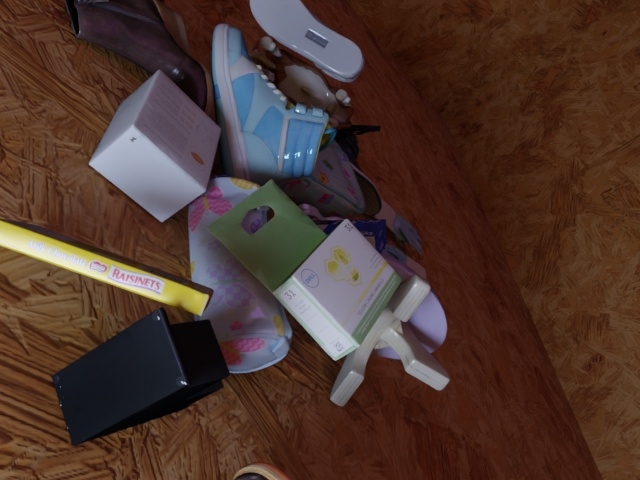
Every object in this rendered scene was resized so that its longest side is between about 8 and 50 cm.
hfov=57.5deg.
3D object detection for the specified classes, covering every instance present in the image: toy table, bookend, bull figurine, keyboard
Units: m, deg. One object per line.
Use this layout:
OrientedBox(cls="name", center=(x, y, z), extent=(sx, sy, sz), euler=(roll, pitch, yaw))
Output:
OrientedBox(cls="toy table", center=(0.090, 0.136, 0.966), extent=(0.274, 0.252, 0.161), euler=(20, 20, -3))
OrientedBox(cls="bookend", center=(-0.149, 0.127, 0.587), extent=(0.156, 0.157, 0.072), euler=(3, 59, -61))
OrientedBox(cls="bull figurine", center=(-0.061, -0.334, 1.224), extent=(0.310, 0.101, 0.188), euler=(30, 9, -1))
OrientedBox(cls="keyboard", center=(0.051, -0.271, 1.443), extent=(0.100, 0.192, 0.038), euler=(-145, -125, -70))

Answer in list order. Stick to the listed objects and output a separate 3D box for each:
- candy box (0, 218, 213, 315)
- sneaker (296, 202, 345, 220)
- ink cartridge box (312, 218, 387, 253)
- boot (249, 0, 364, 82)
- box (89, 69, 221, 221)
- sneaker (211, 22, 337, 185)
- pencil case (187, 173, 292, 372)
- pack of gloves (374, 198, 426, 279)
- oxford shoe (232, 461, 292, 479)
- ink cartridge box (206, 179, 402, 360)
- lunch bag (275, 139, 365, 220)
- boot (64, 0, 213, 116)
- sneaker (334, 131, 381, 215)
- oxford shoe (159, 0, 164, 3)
OrientedBox(cls="candy box", center=(-0.208, 0.026, 0.574), extent=(0.206, 0.027, 0.105), euler=(21, -7, -7))
OrientedBox(cls="sneaker", center=(0.001, -0.008, 1.162), extent=(0.178, 0.072, 0.077), euler=(19, 57, -44))
OrientedBox(cls="ink cartridge box", center=(0.000, 0.000, 0.968), extent=(0.097, 0.207, 0.046), euler=(-48, 135, -65))
OrientedBox(cls="boot", center=(-0.028, -0.405, 1.178), extent=(0.258, 0.095, 0.123), euler=(38, 2, -1))
OrientedBox(cls="box", center=(-0.226, -0.136, 0.826), extent=(0.130, 0.091, 0.170), euler=(44, 28, -30))
OrientedBox(cls="sneaker", center=(-0.083, -0.239, 1.029), extent=(0.127, 0.208, 0.319), euler=(117, -34, -73))
OrientedBox(cls="pencil case", center=(-0.114, 0.041, 0.797), extent=(0.113, 0.124, 0.273), euler=(95, -13, -54))
OrientedBox(cls="pack of gloves", center=(0.197, 0.014, 1.548), extent=(0.232, 0.046, 0.195), euler=(36, 44, -35))
OrientedBox(cls="oxford shoe", center=(-0.035, 0.394, 0.539), extent=(0.132, 0.130, 0.364), euler=(9, 52, -50))
OrientedBox(cls="ink cartridge box", center=(-0.012, 0.020, 0.776), extent=(0.235, 0.056, 0.171), euler=(48, 38, -3))
OrientedBox(cls="lunch bag", center=(-0.031, -0.158, 1.205), extent=(0.279, 0.108, 0.224), euler=(28, 38, -48))
OrientedBox(cls="boot", center=(-0.292, -0.297, 0.936), extent=(0.207, 0.090, 0.248), euler=(-2, 65, -48))
OrientedBox(cls="sneaker", center=(0.085, -0.181, 1.482), extent=(0.226, 0.086, 0.163), euler=(49, 28, -17))
OrientedBox(cls="oxford shoe", center=(-0.382, -0.489, 0.970), extent=(0.098, 0.097, 0.271), euler=(50, 12, 34))
